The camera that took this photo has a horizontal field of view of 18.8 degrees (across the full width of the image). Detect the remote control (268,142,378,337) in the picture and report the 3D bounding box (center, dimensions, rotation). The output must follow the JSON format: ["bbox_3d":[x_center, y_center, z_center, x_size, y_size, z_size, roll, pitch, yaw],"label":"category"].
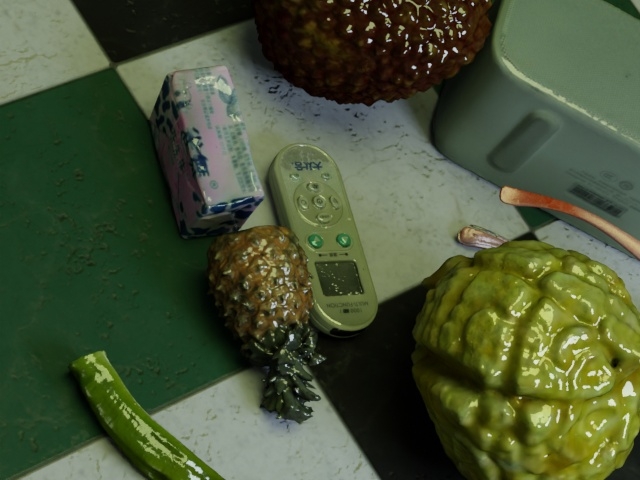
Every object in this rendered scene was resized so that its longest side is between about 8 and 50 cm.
[{"bbox_3d":[0.000,0.000,2.001,0.078,0.042,0.221,-2,63,-29],"label":"remote control"}]

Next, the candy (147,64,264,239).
[{"bbox_3d":[-0.118,-0.087,1.962,0.073,0.092,0.160,-6,66,-24],"label":"candy"}]

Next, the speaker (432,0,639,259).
[{"bbox_3d":[0.334,-0.114,2.150,0.406,0.184,0.183,27,53,-10],"label":"speaker"}]

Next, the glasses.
[{"bbox_3d":[0.296,0.023,2.019,0.268,0.234,0.118,41,75,2],"label":"glasses"}]

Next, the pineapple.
[{"bbox_3d":[-0.048,0.085,1.894,0.108,0.108,0.198,-8,79,-31],"label":"pineapple"}]

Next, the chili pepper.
[{"bbox_3d":[-0.161,0.184,1.805,0.052,0.050,0.202,-44,87,-2],"label":"chili pepper"}]

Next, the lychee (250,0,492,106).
[{"bbox_3d":[0.054,-0.255,2.053,0.271,0.236,0.236,19,45,28],"label":"lychee"}]

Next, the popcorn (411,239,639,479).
[{"bbox_3d":[0.201,0.125,1.898,0.224,0.258,0.270,-29,81,-19],"label":"popcorn"}]
